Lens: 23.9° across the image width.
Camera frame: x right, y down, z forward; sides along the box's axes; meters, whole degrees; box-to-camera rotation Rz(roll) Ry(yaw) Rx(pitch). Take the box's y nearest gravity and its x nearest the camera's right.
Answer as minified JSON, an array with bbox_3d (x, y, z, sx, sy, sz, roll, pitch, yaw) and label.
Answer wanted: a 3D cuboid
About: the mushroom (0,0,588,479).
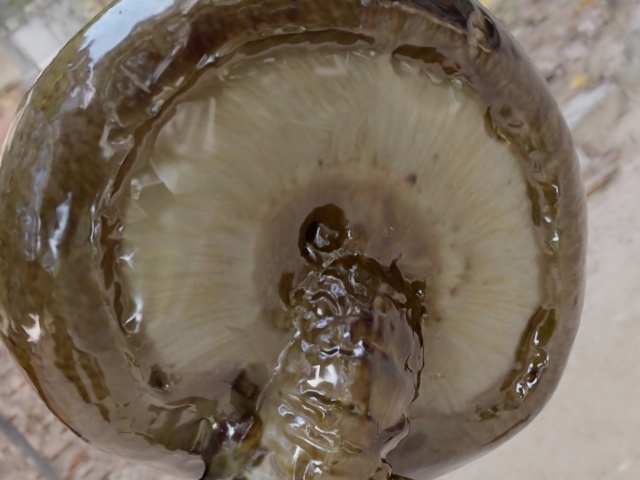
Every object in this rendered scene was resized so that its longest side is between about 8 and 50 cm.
[{"bbox_3d":[-0.009,0.006,0.682,0.163,0.297,0.278,-7,66,57],"label":"mushroom"}]
